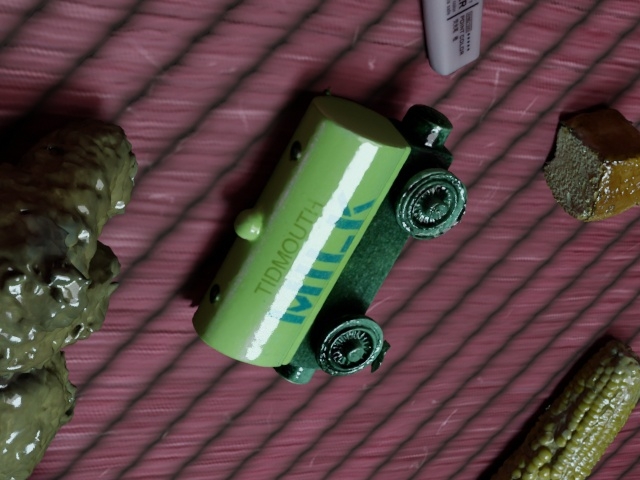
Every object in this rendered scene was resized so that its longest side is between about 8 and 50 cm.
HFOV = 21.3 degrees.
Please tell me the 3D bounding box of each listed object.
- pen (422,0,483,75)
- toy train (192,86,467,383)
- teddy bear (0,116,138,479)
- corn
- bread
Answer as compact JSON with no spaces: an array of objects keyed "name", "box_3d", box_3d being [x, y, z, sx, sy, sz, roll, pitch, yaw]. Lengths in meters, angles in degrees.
[{"name":"pen","box_3d":[0.097,-0.201,1.244,0.053,0.032,0.197,-30,145,-16]},{"name":"toy train","box_3d":[0.000,0.000,1.315,0.157,0.105,0.253,13,117,-35]},{"name":"teddy bear","box_3d":[-0.227,0.059,1.105,0.267,0.156,0.256,-11,136,-39]},{"name":"corn","box_3d":[0.245,0.231,1.801,0.086,0.086,0.288,18,112,-51]},{"name":"bread","box_3d":[0.246,-0.065,1.486,0.070,0.083,0.077,-10,131,-25]}]
